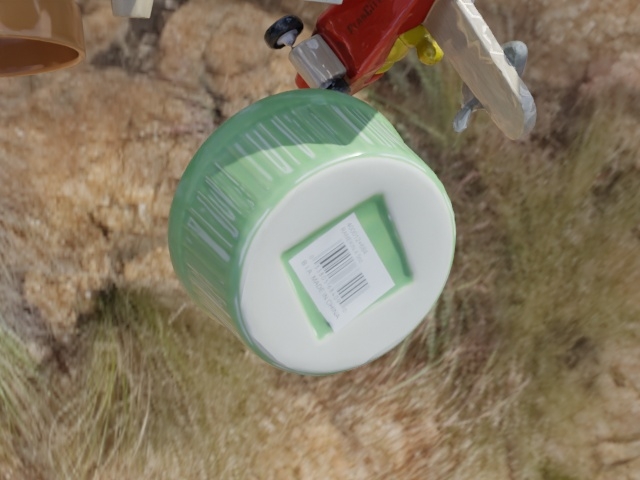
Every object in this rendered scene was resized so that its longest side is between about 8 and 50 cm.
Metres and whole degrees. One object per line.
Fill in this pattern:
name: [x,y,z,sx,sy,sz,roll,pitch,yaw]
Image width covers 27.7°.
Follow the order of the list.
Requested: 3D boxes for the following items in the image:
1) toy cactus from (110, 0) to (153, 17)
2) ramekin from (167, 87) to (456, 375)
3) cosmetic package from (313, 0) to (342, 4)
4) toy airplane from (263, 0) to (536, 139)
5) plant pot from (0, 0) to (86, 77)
toy cactus: [-0.163,-0.294,1.180,0.112,0.219,0.180,-4,101,-38]
ramekin: [0.000,0.000,1.416,0.303,0.303,0.148,-21,34,-18]
cosmetic package: [0.003,-0.256,1.051,0.041,0.115,0.060,4,26,-12]
toy airplane: [0.134,-0.347,1.767,0.272,0.384,0.386,-20,116,-51]
plant pot: [-0.427,-0.315,1.538,0.291,0.291,0.203,-2,87,-12]
